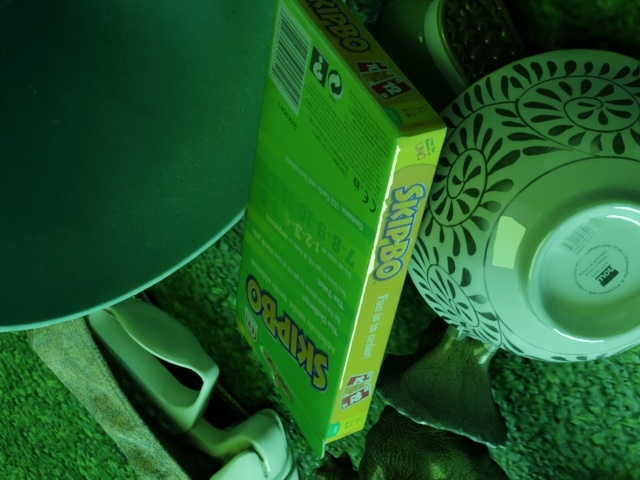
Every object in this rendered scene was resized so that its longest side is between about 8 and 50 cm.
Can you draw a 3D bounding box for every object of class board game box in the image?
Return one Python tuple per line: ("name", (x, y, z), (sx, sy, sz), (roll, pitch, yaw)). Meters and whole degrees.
("board game box", (0.000, 0.000, 0.669), (0.124, 0.039, 0.259), (56, 147, 35))

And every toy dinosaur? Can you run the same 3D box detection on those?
("toy dinosaur", (0.085, 0.178, 0.747), (0.160, 0.121, 0.313), (162, 92, -73))

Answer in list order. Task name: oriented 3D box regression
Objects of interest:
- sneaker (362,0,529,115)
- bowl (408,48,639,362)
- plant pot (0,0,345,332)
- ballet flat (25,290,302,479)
("sneaker", (0.083, -0.054, 0.666), (0.086, 0.064, 0.192), (7, 132, 50))
("bowl", (0.128, -0.001, 0.594), (0.170, 0.080, 0.170), (-3, 115, -6))
("plant pot", (-0.160, -0.123, 0.651), (0.195, 0.290, 0.290), (48, 142, 31))
("ballet flat", (-0.093, 0.139, 0.904), (0.316, 0.107, 0.106), (46, 129, -6))
